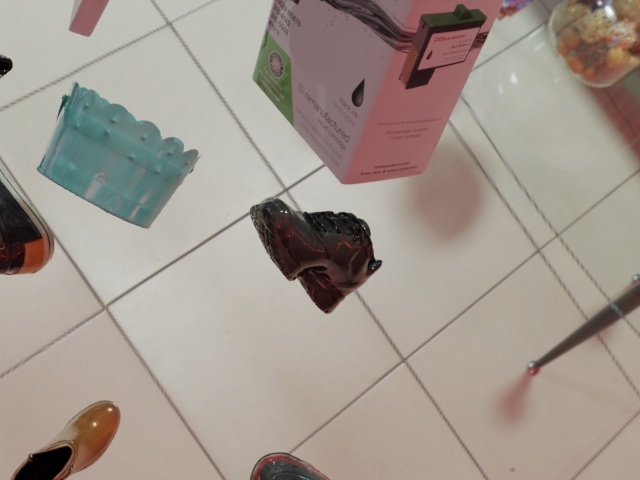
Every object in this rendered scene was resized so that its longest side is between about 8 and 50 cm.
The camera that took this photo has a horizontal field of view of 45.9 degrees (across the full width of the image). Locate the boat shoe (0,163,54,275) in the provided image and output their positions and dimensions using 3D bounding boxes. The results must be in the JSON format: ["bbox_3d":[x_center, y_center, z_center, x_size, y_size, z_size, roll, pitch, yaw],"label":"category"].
[{"bbox_3d":[-0.783,-0.111,1.623,0.500,0.187,0.156,45,33,12],"label":"boat shoe"}]

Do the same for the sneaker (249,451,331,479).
[{"bbox_3d":[0.010,0.333,0.815,0.098,0.135,0.276,-36,60,-10],"label":"sneaker"}]

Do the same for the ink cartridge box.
[{"bbox_3d":[0.043,-0.179,0.576,0.093,0.219,0.160,-12,48,-34],"label":"ink cartridge box"}]

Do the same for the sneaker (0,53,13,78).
[{"bbox_3d":[-0.667,-0.371,1.501,0.132,0.086,0.228,10,43,-4],"label":"sneaker"}]

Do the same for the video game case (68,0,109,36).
[{"bbox_3d":[-0.186,-0.362,0.718,0.025,0.204,0.285,12,76,-26],"label":"video game case"}]

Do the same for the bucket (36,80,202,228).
[{"bbox_3d":[-0.391,-0.158,1.453,0.281,0.281,0.183,30,90,-9],"label":"bucket"}]

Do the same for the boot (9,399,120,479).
[{"bbox_3d":[-0.519,0.422,1.543,0.283,0.220,0.109,-37,83,-28],"label":"boot"}]

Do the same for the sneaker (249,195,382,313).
[{"bbox_3d":[0.000,0.000,1.026,0.130,0.286,0.109,-33,64,5],"label":"sneaker"}]
